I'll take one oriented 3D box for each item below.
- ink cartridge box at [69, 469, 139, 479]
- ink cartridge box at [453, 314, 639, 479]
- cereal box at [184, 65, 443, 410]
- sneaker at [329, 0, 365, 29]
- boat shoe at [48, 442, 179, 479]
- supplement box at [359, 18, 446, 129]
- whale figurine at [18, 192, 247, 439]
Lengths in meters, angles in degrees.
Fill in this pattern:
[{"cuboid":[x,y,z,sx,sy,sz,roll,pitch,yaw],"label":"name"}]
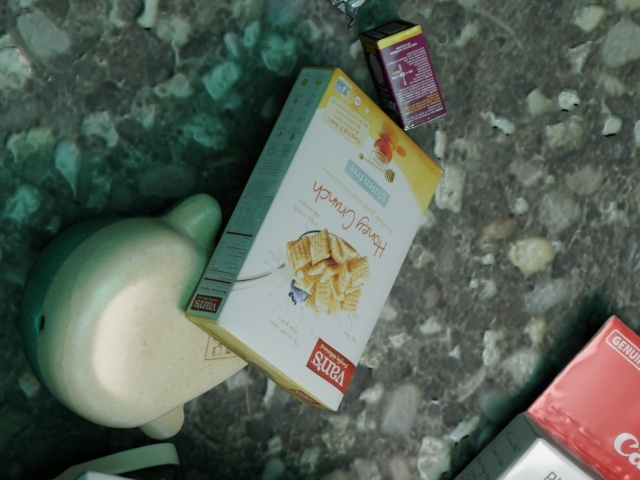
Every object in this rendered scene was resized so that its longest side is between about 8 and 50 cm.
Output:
[{"cuboid":[-0.054,0.368,1.311,0.395,0.285,0.166,19,137,-35],"label":"ink cartridge box"},{"cuboid":[0.293,0.257,1.603,0.296,0.066,0.261,39,99,-22],"label":"ink cartridge box"},{"cuboid":[0.000,0.000,1.409,0.173,0.047,0.240,40,67,-43],"label":"cereal box"},{"cuboid":[0.009,-0.209,1.434,0.098,0.038,0.069,-22,108,-11],"label":"sneaker"},{"cuboid":[-0.268,0.271,1.409,0.340,0.127,0.113,-15,77,-22],"label":"boat shoe"},{"cuboid":[0.071,-0.144,1.461,0.043,0.055,0.083,-23,107,-11],"label":"supplement box"},{"cuboid":[-0.130,0.058,1.424,0.272,0.141,0.216,-3,109,-41],"label":"whale figurine"}]
